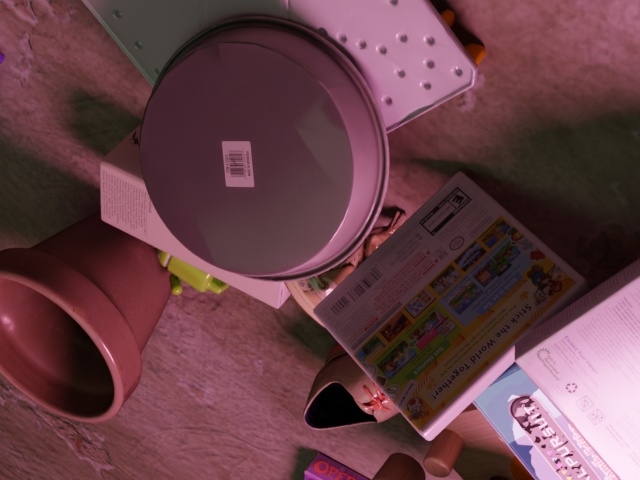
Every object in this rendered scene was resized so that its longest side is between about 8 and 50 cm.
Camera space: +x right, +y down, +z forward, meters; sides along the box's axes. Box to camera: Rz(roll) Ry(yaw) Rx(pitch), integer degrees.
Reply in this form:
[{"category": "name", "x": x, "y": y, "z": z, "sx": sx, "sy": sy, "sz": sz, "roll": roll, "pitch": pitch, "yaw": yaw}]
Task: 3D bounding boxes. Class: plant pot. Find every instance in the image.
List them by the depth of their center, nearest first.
[{"category": "plant pot", "x": -0.312, "y": 0.078, "z": 1.625, "sx": 0.263, "sy": 0.229, "sz": 0.263, "roll": 21, "pitch": 136, "yaw": 22}]

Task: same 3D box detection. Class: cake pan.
[{"category": "cake pan", "x": -0.072, "y": -0.089, "z": 1.270, "sx": 0.293, "sy": 0.054, "sz": 0.293, "roll": 7, "pitch": 108, "yaw": 22}]

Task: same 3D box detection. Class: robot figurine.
[{"category": "robot figurine", "x": -0.169, "y": 0.024, "z": 1.593, "sx": 0.115, "sy": 0.067, "sz": 0.101, "roll": 34, "pitch": 112, "yaw": 6}]

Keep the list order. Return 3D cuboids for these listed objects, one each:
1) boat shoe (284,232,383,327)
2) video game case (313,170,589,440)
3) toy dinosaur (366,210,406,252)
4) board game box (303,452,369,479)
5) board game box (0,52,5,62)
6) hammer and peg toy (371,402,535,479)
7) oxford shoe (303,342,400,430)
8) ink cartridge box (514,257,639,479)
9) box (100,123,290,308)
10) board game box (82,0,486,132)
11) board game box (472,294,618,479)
[{"category": "boat shoe", "x": 0.000, "y": 0.000, "z": 1.349, "sx": 0.089, "sy": 0.104, "sz": 0.285, "roll": -29, "pitch": 108, "yaw": 41}, {"category": "video game case", "x": 0.131, "y": 0.063, "z": 1.250, "sx": 0.206, "sy": 0.227, "sz": 0.026, "roll": 47, "pitch": 179, "yaw": 38}, {"category": "toy dinosaur", "x": 0.034, "y": 0.015, "z": 1.447, "sx": 0.092, "sy": 0.053, "sz": 0.183, "roll": 38, "pitch": 139, "yaw": -1}, {"category": "board game box", "x": 0.122, "y": 0.471, "z": 1.799, "sx": 0.346, "sy": 0.056, "sz": 0.208, "roll": 27, "pitch": 142, "yaw": 14}, {"category": "board game box", "x": -0.613, "y": -0.249, "z": 1.669, "sx": 0.233, "sy": 0.078, "sz": 0.347, "roll": 49, "pitch": 138, "yaw": -10}, {"category": "hammer and peg toy", "x": 0.252, "y": 0.301, "z": 1.488, "sx": 0.266, "sy": 0.127, "sz": 0.361, "roll": 49, "pitch": 139, "yaw": -14}, {"category": "oxford shoe", "x": 0.109, "y": 0.167, "z": 1.467, "sx": 0.123, "sy": 0.130, "sz": 0.348, "roll": 47, "pitch": 139, "yaw": -9}, {"category": "ink cartridge box", "x": 0.338, "y": 0.124, "z": 1.133, "sx": 0.224, "sy": 0.045, "sz": 0.223, "roll": -36, "pitch": 104, "yaw": 22}, {"category": "box", "x": -0.142, "y": -0.033, "z": 1.503, "sx": 0.275, "sy": 0.094, "sz": 0.113, "roll": 26, "pitch": 138, "yaw": 14}, {"category": "board game box", "x": -0.071, "y": -0.259, "z": 1.280, "sx": 0.390, "sy": 0.050, "sz": 0.390, "roll": -25, "pitch": 109, "yaw": 47}, {"category": "board game box", "x": 0.360, "y": 0.153, "z": 1.213, "sx": 0.336, "sy": 0.079, "sz": 0.254, "roll": -33, "pitch": 104, "yaw": 23}]
